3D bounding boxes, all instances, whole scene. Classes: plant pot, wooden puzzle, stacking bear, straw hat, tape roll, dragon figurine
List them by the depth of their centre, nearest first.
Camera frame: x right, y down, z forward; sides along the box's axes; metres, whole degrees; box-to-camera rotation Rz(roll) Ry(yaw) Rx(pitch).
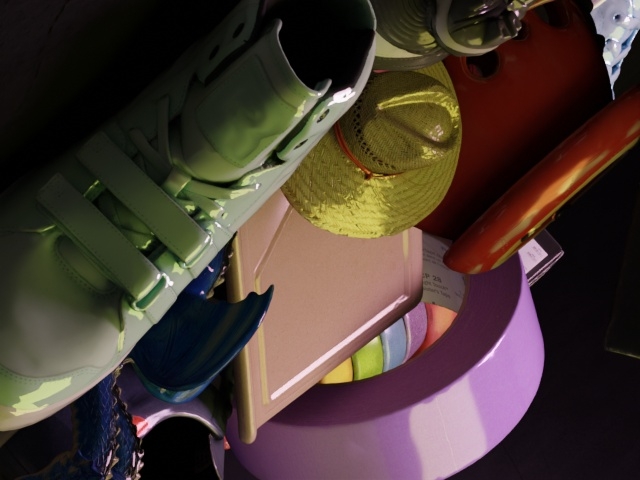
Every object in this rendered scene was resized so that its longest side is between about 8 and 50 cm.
[{"bbox_3d":[0.043,-0.067,1.073,0.144,0.144,0.061,-39,-157,-28],"label":"straw hat"},{"bbox_3d":[-0.079,0.040,1.089,0.289,0.144,0.085,-41,174,-14],"label":"dragon figurine"},{"bbox_3d":[0.098,-0.084,1.228,0.191,0.174,0.191,-40,175,-4],"label":"plant pot"},{"bbox_3d":[0.000,0.000,1.388,0.239,0.044,0.221,-39,138,-41],"label":"wooden puzzle"},{"bbox_3d":[0.039,0.081,1.558,0.275,0.275,0.090,-39,132,-25],"label":"tape roll"},{"bbox_3d":[-0.020,0.102,1.888,0.289,0.175,0.164,-30,170,-31],"label":"stacking bear"}]

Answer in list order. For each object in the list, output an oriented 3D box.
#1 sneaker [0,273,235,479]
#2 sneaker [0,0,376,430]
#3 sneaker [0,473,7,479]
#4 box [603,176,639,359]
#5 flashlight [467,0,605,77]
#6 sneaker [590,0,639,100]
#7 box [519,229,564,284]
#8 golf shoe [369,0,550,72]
[{"bbox_3d":[-0.105,0.114,1.415,0.131,0.148,0.350,-47,172,38],"label":"sneaker"},{"bbox_3d":[-0.073,-0.031,0.858,0.256,0.094,0.151,-50,-175,-33],"label":"sneaker"},{"bbox_3d":[-0.218,0.194,1.481,0.125,0.104,0.262,-40,174,2],"label":"sneaker"},{"bbox_3d":[0.433,-0.163,1.314,0.480,0.297,0.471,-30,132,-63],"label":"box"},{"bbox_3d":[0.125,-0.103,1.595,0.103,0.103,0.304,-42,173,-32],"label":"flashlight"},{"bbox_3d":[0.234,-0.138,1.797,0.366,0.150,0.135,-45,174,25],"label":"sneaker"},{"bbox_3d":[0.144,-0.010,1.960,0.077,0.180,0.147,-39,173,-20],"label":"box"},{"bbox_3d":[0.079,-0.160,1.046,0.120,0.105,0.273,-20,-173,34],"label":"golf shoe"}]
